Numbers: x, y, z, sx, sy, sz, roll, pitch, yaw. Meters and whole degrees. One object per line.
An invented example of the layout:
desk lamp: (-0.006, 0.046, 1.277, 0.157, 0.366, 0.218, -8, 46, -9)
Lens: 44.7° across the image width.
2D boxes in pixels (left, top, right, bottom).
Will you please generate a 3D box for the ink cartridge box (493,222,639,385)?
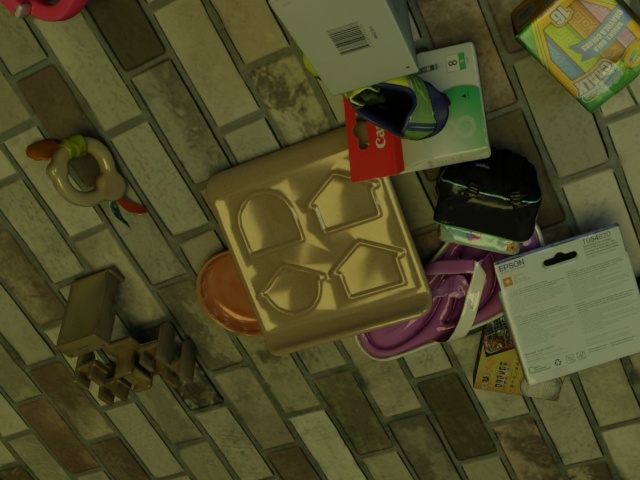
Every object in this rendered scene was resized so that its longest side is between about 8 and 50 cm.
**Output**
ink cartridge box: (0.418, 0.105, 1.303, 0.223, 0.045, 0.224, -17, 96, 3)

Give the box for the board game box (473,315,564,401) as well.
board game box: (0.386, 0.184, 1.456, 0.165, 0.042, 0.243, 8, 121, 6)

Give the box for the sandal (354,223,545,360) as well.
sandal: (0.220, 0.106, 1.382, 0.416, 0.102, 0.169, -41, 83, 29)

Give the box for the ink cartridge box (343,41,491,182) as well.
ink cartridge box: (0.142, -0.198, 1.215, 0.224, 0.056, 0.181, -9, 73, 14)

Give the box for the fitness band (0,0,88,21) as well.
fitness band: (-0.461, -0.471, 1.193, 0.291, 0.054, 0.209, 48, 126, 5)

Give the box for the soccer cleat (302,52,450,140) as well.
soccer cleat: (0.064, -0.240, 1.170, 0.289, 0.121, 0.093, 37, 126, 31)

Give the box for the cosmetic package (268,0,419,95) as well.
cosmetic package: (0.028, -0.360, 1.056, 0.138, 0.225, 0.224, -12, 154, 18)

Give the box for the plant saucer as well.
plant saucer: (-0.140, 0.097, 1.509, 0.200, 0.037, 0.200, 5, 121, 9)

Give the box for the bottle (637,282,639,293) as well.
bottle: (0.652, 0.061, 1.304, 0.283, 0.092, 0.118, -27, 113, 23)

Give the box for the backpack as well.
backpack: (0.266, -0.072, 1.249, 0.166, 0.188, 0.144, 10, 127, 8)

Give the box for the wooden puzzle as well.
wooden puzzle: (0.000, 0.000, 1.374, 0.322, 0.080, 0.348, -18, 95, 18)

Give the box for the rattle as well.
rattle: (-0.433, -0.100, 1.436, 0.142, 0.130, 0.199, -15, 143, 30)

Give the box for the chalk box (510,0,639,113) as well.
chalk box: (0.399, -0.286, 1.131, 0.213, 0.132, 0.132, 39, 119, -13)

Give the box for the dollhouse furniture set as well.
dollhouse furniture set: (-0.402, 0.196, 1.586, 0.212, 0.161, 0.242, -19, 136, 20)
